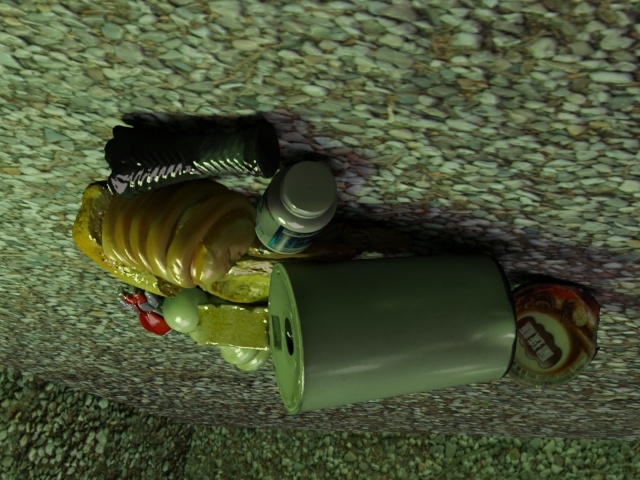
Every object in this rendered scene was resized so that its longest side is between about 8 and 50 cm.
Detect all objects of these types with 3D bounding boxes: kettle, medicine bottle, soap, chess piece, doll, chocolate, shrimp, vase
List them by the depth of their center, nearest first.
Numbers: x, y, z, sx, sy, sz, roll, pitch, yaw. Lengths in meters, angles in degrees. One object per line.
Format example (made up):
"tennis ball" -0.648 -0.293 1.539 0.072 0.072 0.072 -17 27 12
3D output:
"vase" -0.178 -0.118 1.646 0.238 0.115 0.115 -3 159 23
"medicine bottle" -0.035 -0.052 1.756 0.107 0.107 0.191 12 162 -9
"shrimp" 0.000 0.000 1.903 0.287 0.062 0.152 3 -165 4
"kettle" 0.106 0.146 2.004 0.377 0.249 0.361 -5 178 -13
"chocolate" 0.396 0.154 2.140 0.221 0.221 0.147 12 -170 -8
"soap" -0.094 0.173 2.382 0.199 0.091 0.315 0 178 29
"chess piece" -0.230 0.178 2.541 0.251 0.144 0.144 30 154 -36
"doll" -0.380 0.165 2.653 0.102 0.075 0.227 -12 145 26

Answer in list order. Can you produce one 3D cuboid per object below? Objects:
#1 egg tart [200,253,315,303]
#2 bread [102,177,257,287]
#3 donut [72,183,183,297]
"egg tart" -0.096 0.056 2.158 0.279 0.094 0.279 3 164 1
"bread" -0.218 -0.029 1.754 0.311 0.173 0.121 13 146 53
"donut" -0.348 0.004 2.054 0.152 0.101 0.259 6 153 48
